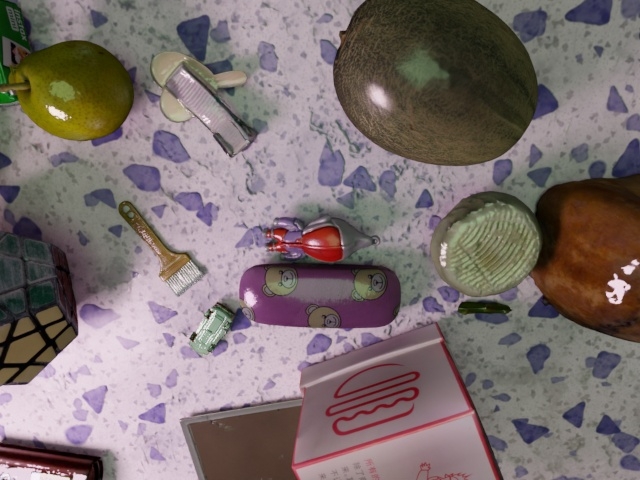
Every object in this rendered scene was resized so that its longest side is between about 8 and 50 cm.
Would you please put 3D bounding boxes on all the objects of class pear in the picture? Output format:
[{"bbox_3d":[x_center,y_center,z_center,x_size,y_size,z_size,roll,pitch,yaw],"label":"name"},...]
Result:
[{"bbox_3d":[-0.427,-0.251,0.762,0.180,0.216,0.166,17,105,32],"label":"pear"}]

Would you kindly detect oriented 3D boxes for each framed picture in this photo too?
[{"bbox_3d":[-0.144,0.470,1.026,0.296,0.019,0.232,-10,104,5],"label":"framed picture"}]

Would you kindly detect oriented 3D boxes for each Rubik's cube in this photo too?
[{"bbox_3d":[-0.607,0.118,0.836,0.319,0.264,0.319,1,104,3],"label":"Rubik's cube"}]

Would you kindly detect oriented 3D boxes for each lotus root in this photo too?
[{"bbox_3d":[0.560,0.048,0.790,0.316,0.250,0.316,-2,109,-6],"label":"lotus root"}]

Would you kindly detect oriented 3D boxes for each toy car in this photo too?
[{"bbox_3d":[-0.227,0.187,0.952,0.059,0.035,0.122,34,112,-5],"label":"toy car"}]

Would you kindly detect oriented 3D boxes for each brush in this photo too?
[{"bbox_3d":[-0.331,0.011,0.927,0.082,0.010,0.218,-37,98,11],"label":"brush"}]

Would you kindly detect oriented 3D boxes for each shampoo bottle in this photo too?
[{"bbox_3d":[-0.667,0.527,1.035,0.323,0.084,0.129,9,101,1],"label":"shampoo bottle"}]

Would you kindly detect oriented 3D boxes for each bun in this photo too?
[{"bbox_3d":[0.296,0.002,0.836,0.195,0.118,0.195,1,110,4],"label":"bun"}]

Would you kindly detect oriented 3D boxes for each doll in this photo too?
[{"bbox_3d":[0.000,0.000,0.872,0.227,0.075,0.102,-2,118,14],"label":"doll"}]

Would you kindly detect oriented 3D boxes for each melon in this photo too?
[{"bbox_3d":[0.176,-0.246,0.717,0.329,0.248,0.249,24,104,-6],"label":"melon"}]

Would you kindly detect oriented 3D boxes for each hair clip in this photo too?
[{"bbox_3d":[-0.203,-0.255,0.823,0.159,0.071,0.218,-44,103,9],"label":"hair clip"}]

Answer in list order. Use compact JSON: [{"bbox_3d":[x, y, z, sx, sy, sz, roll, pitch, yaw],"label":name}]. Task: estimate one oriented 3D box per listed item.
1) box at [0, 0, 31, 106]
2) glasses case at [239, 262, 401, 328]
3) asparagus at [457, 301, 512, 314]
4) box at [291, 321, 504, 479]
[{"bbox_3d":[-0.649,-0.326,0.813,0.250,0.103,0.180,-5,104,3],"label":"box"},{"bbox_3d":[-0.002,0.108,0.898,0.316,0.076,0.123,1,105,3],"label":"glasses case"},{"bbox_3d":[0.327,0.137,0.916,0.108,0.021,0.025,1,108,2],"label":"asparagus"},{"bbox_3d":[0.148,0.388,0.844,0.312,0.300,0.314,-21,102,9],"label":"box"}]
